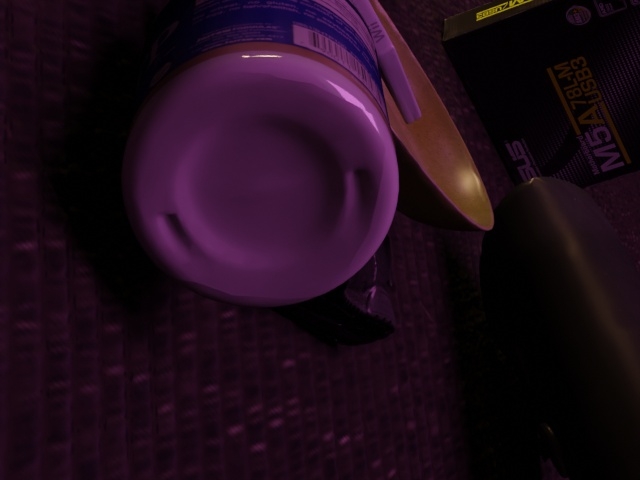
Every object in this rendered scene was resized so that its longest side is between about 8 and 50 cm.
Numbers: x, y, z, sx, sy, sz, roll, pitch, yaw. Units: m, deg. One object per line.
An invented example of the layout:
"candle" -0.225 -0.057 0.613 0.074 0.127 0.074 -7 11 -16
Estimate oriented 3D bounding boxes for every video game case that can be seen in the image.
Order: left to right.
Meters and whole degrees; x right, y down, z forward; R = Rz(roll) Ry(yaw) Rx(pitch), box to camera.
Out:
"video game case" 0.016 -0.127 0.776 0.122 0.011 0.087 63 3 23

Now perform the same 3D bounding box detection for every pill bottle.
"pill bottle" -0.027 -0.062 0.665 0.186 0.112 0.112 -94 158 -62

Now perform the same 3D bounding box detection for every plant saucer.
"plant saucer" 0.022 -0.100 0.876 0.241 0.037 0.241 53 14 -19

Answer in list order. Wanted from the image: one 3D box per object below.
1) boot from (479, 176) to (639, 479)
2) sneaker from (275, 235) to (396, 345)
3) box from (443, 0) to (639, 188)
"boot" 0.210 0.111 0.908 0.445 0.146 0.367 -102 -178 -47
"sneaker" 0.002 -0.001 0.794 0.170 0.051 0.089 44 34 -59
"box" 0.224 -0.135 1.267 0.190 0.184 0.045 59 22 -32
